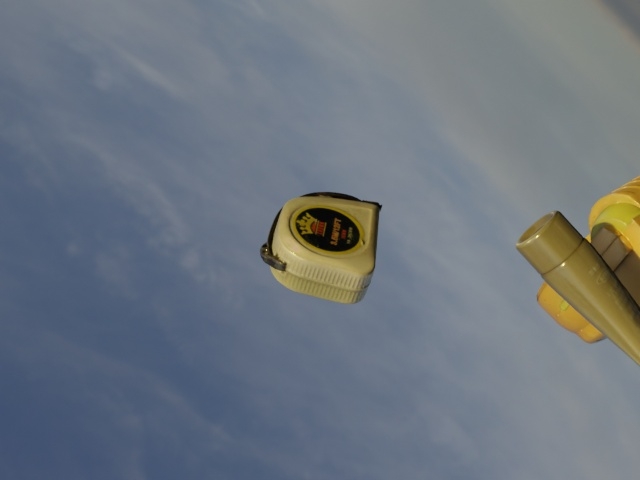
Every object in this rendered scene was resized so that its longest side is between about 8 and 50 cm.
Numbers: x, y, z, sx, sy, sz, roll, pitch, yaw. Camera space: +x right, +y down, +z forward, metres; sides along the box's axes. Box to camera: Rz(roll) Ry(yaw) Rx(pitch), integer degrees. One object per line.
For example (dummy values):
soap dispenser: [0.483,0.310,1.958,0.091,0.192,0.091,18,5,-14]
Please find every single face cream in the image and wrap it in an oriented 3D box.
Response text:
face cream: [0.425,0.106,1.232,0.341,0.084,0.137,47,-161,-2]

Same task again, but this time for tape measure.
tape measure: [0.000,0.000,1.776,0.232,0.133,0.271,15,-138,-3]

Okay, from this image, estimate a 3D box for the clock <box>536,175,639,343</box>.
clock: [0.521,0.049,1.477,0.244,0.317,0.200,-21,-117,-37]
